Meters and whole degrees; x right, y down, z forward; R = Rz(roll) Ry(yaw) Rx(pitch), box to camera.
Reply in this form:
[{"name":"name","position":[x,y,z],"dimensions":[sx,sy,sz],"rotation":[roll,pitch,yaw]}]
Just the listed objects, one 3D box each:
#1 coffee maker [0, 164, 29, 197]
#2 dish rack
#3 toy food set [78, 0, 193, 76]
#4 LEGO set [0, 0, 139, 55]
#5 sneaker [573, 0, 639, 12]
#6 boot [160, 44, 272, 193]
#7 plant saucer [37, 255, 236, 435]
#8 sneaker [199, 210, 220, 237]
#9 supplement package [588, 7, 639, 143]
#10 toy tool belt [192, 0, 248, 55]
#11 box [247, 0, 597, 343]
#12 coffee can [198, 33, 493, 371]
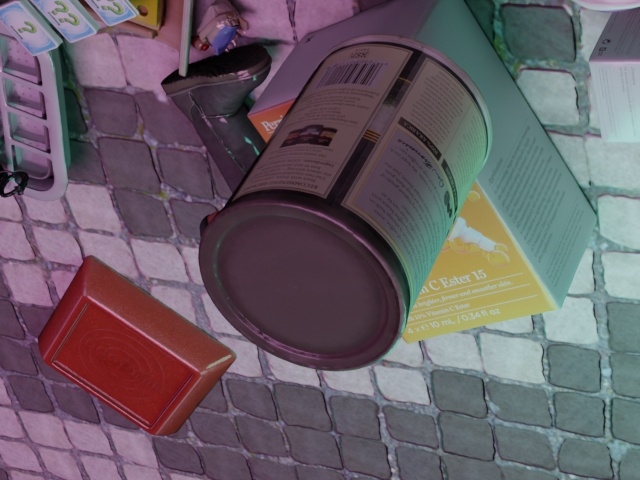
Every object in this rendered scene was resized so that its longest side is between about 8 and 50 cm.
[{"name":"coffee maker","position":[-0.480,-0.132,1.987],"dimensions":[0.171,0.120,0.178],"rotation":[-16,124,13]},{"name":"dish rack","position":[-0.465,-0.209,2.024],"dimensions":[0.332,0.072,0.286],"rotation":[17,137,15]},{"name":"toy food set","position":[-0.281,-0.322,1.796],"dimensions":[0.306,0.092,0.220],"rotation":[21,136,12]},{"name":"LEGO set","position":[-0.346,-0.305,1.752],"dimensions":[0.182,0.060,0.244],"rotation":[-12,131,38]},{"name":"sneaker","position":[0.236,-0.305,1.499],"dimensions":[0.305,0.114,0.152],"rotation":[8,134,23]},{"name":"boot","position":[-0.081,-0.126,1.881],"dimensions":[0.189,0.076,0.209],"rotation":[-5,121,51]},{"name":"plant saucer","position":[-0.284,0.172,2.298],"dimensions":[0.258,0.048,0.259],"rotation":[35,137,-4]},{"name":"sneaker","position":[-0.001,0.009,1.860],"dimensions":[0.313,0.116,0.136],"rotation":[21,121,-35]},{"name":"supplement package","position":[0.373,-0.164,1.561],"dimensions":[0.179,0.105,0.105],"rotation":[5,131,27]},{"name":"toy tool belt","position":[-0.115,-0.238,1.812],"dimensions":[0.051,0.052,0.083],"rotation":[39,139,4]},{"name":"box","position":[0.119,-0.080,1.739],"dimensions":[0.215,0.168,0.345],"rotation":[-16,119,38]},{"name":"coffee can","position":[0.031,-0.041,1.499],"dimensions":[0.201,0.275,0.202],"rotation":[15,134,16]}]
